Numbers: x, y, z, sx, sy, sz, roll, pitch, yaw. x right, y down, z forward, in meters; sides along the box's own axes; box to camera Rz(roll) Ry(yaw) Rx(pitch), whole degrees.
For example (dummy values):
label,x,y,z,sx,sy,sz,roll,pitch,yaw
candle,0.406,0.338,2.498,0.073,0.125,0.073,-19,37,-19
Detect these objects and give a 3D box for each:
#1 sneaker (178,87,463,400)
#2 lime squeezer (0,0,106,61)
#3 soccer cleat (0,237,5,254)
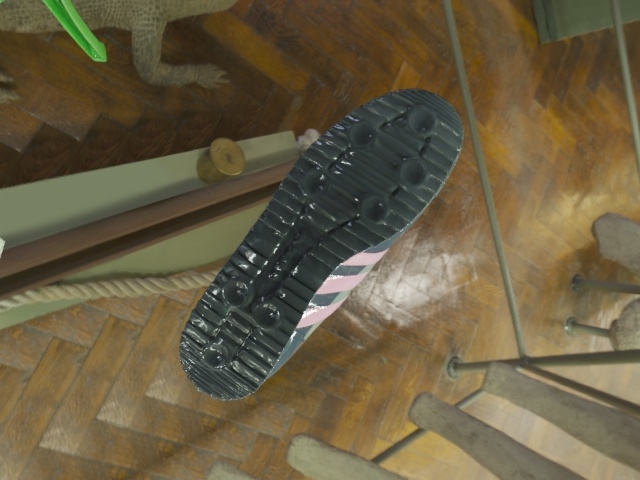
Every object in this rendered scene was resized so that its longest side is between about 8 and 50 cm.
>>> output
label,x,y,z,sx,sy,sz,roll,pitch,yaw
sneaker,0.000,0.000,0.441,0.112,0.131,0.319,44,95,7
lime squeezer,-0.215,-0.157,0.308,0.059,0.310,0.109,17,116,-13
soccer cleat,-0.350,0.028,0.459,0.076,0.068,0.196,-18,65,-12
